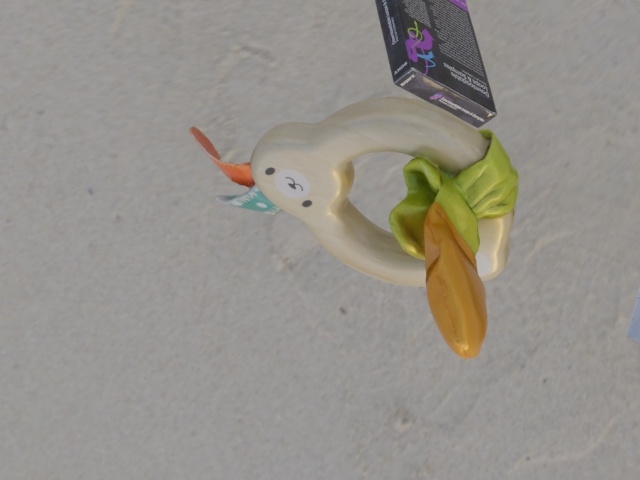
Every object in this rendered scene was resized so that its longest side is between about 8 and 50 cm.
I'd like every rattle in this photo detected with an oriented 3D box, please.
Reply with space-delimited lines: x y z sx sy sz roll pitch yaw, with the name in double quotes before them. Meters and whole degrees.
"rattle" 0.000 0.000 0.613 0.200 0.142 0.130 10 151 12

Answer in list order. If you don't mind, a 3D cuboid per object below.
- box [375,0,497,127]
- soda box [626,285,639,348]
"box" 0.104 -0.191 1.057 0.116 0.162 0.029 21 134 -36
"soda box" 0.313 -0.045 0.827 0.098 0.091 0.286 15 83 27
